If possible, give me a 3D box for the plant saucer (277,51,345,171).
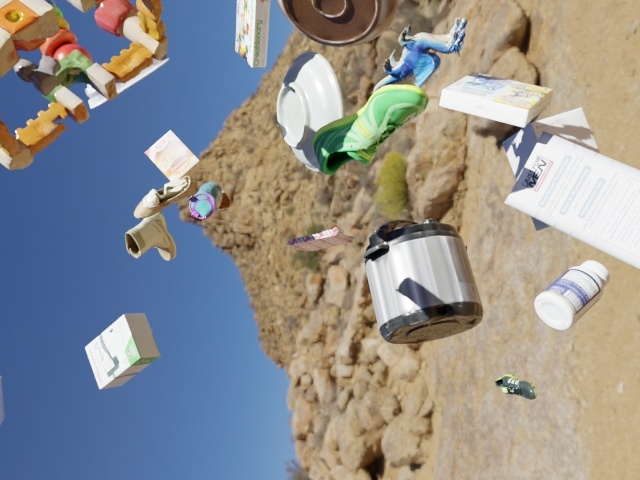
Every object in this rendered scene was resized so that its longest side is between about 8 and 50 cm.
[{"bbox_3d":[-0.058,-0.424,1.939,0.400,0.101,0.399,34,130,54],"label":"plant saucer"}]

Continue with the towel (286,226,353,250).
[{"bbox_3d":[0.000,0.000,2.001,0.144,0.197,0.029,25,-123,-61],"label":"towel"}]

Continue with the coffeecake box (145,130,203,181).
[{"bbox_3d":[-0.603,-0.337,2.385,0.142,0.185,0.068,-43,-9,-4],"label":"coffeecake box"}]

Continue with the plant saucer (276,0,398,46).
[{"bbox_3d":[0.027,-0.576,1.366,0.310,0.311,0.050,82,-159,-55],"label":"plant saucer"}]

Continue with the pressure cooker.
[{"bbox_3d":[0.351,0.123,2.026,0.370,0.376,0.419,65,-167,-67],"label":"pressure cooker"}]

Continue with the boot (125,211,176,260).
[{"bbox_3d":[-0.601,0.016,2.045,0.165,0.077,0.213,-56,-36,-46],"label":"boot"}]

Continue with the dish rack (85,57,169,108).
[{"bbox_3d":[-0.644,-0.540,1.868,0.072,0.286,0.333,57,170,-26],"label":"dish rack"}]

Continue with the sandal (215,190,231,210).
[{"bbox_3d":[-0.324,-0.121,1.853,0.240,0.079,0.088,19,92,70],"label":"sandal"}]

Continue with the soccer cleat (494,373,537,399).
[{"bbox_3d":[0.617,0.469,1.826,0.179,0.073,0.060,-175,69,-79],"label":"soccer cleat"}]

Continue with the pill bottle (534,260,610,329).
[{"bbox_3d":[0.566,0.116,1.287,0.169,0.094,0.094,-33,-38,-25],"label":"pill bottle"}]

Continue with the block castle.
[{"bbox_3d":[-0.502,-0.378,1.046,0.453,0.213,0.303,-49,-8,-24],"label":"block castle"}]

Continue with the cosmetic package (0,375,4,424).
[{"bbox_3d":[-0.714,0.336,1.146,0.238,0.127,0.107,-55,15,44],"label":"cosmetic package"}]

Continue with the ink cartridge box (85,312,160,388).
[{"bbox_3d":[-0.607,0.340,1.768,0.087,0.208,0.153,7,-131,-58],"label":"ink cartridge box"}]

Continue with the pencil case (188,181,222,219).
[{"bbox_3d":[-0.282,-0.100,1.426,0.064,0.070,0.151,51,-171,-14],"label":"pencil case"}]

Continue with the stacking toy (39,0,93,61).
[{"bbox_3d":[-0.675,-0.522,1.399,0.330,0.141,0.141,53,-175,4],"label":"stacking toy"}]

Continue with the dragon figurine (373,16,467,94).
[{"bbox_3d":[0.236,-0.424,1.403,0.289,0.144,0.085,-56,0,38],"label":"dragon figurine"}]

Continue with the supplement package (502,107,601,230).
[{"bbox_3d":[0.689,-0.201,1.672,0.175,0.178,0.292,134,117,-77],"label":"supplement package"}]

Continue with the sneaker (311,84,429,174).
[{"bbox_3d":[0.108,-0.222,1.212,0.110,0.296,0.123,17,-122,-42],"label":"sneaker"}]

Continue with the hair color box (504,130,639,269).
[{"bbox_3d":[0.632,-0.081,1.284,0.114,0.375,0.185,-4,-58,-60],"label":"hair color box"}]

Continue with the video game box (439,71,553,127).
[{"bbox_3d":[0.411,-0.333,1.349,0.187,0.205,0.048,-39,-39,-43],"label":"video game box"}]

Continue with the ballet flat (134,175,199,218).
[{"bbox_3d":[-0.461,-0.135,1.701,0.073,0.206,0.067,51,164,33],"label":"ballet flat"}]

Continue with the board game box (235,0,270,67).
[{"bbox_3d":[-0.213,-0.722,1.817,0.193,0.053,0.305,-127,36,-49],"label":"board game box"}]
